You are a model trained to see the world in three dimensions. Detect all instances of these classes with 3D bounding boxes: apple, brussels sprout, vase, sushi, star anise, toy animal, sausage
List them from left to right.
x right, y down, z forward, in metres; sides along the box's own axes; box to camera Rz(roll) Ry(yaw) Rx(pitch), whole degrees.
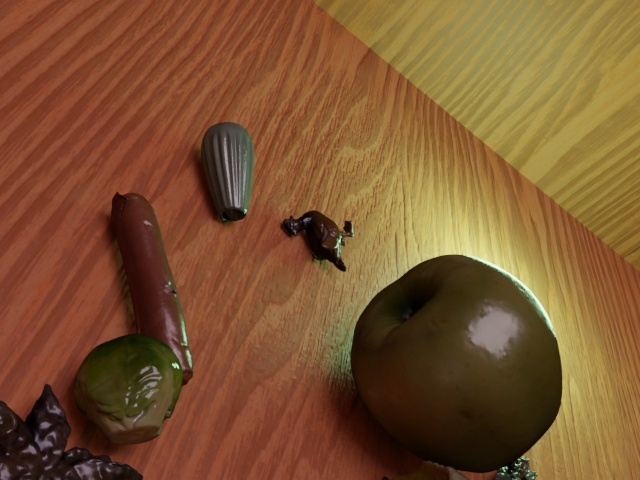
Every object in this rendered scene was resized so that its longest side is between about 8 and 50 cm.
[{"bbox_3d":[-0.385,0.336,0.992,0.315,0.108,0.315,26,40,-24],"label":"star anise"},{"bbox_3d":[-0.300,0.230,1.139,0.162,0.144,0.180,-4,49,-40],"label":"brussels sprout"},{"bbox_3d":[-0.321,0.083,1.348,0.094,0.094,0.419,-5,57,-26],"label":"sausage"},{"bbox_3d":[-0.217,-0.160,1.707,0.128,0.128,0.248,17,52,-37],"label":"vase"},{"bbox_3d":[0.000,0.000,1.818,0.179,0.089,0.188,0,53,-32],"label":"toy animal"},{"bbox_3d":[0.299,0.267,1.546,0.474,0.473,0.473,29,36,-25],"label":"apple"},{"bbox_3d":[0.451,0.575,1.688,0.097,0.103,0.226,35,29,13],"label":"sushi"}]

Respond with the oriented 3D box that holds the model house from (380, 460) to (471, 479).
[{"bbox_3d":[0.243,0.528,1.377,0.193,0.234,0.174,39,34,-14],"label":"model house"}]
